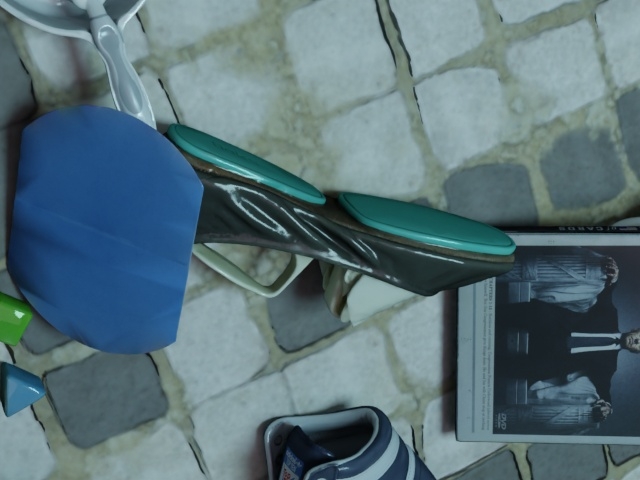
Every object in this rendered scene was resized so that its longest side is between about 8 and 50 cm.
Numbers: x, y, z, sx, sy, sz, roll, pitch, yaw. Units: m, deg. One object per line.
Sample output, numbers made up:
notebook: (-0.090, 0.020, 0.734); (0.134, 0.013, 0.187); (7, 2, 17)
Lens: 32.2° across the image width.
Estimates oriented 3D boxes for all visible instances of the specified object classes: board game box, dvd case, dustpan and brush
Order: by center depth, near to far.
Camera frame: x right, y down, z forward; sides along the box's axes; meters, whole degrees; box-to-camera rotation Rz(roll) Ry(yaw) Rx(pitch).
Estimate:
dustpan and brush: (-0.147, -0.159, 0.700); (0.147, 0.060, 0.211); (-23, 111, -15)
board game box: (-0.137, -0.010, 0.730); (0.133, 0.033, 0.168); (20, 114, 16)
dvd case: (0.227, 0.076, 0.879); (0.239, 0.029, 0.179); (0, 105, 6)

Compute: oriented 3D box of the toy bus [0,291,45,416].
toy bus: (-0.283, 0.091, 0.689); (0.191, 0.104, 0.202); (-48, 116, -4)

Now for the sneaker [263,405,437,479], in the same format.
sneaker: (-0.033, 0.241, 0.832); (0.282, 0.099, 0.153); (-37, 119, -16)

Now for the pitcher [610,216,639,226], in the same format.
pitcher: (0.341, 0.039, 0.928); (0.178, 0.125, 0.207); (-33, 103, 4)

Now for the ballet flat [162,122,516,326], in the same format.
ballet flat: (0.000, 0.000, 0.794); (0.281, 0.095, 0.096); (18, 107, -15)
